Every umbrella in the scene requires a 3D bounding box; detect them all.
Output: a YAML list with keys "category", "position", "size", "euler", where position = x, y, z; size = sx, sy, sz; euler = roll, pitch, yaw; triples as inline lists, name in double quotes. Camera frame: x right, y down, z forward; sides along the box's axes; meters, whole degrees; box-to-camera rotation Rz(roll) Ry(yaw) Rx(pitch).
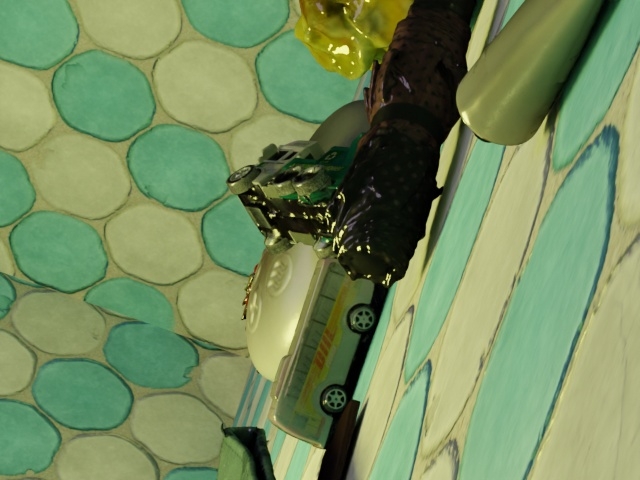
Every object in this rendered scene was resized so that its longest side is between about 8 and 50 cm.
- category: "umbrella"
  position: [0.075, -0.101, 1.629]
  size: [0.094, 0.090, 0.326]
  euler: [108, 180, -53]

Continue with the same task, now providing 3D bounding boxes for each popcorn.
- category: "popcorn"
  position: [0.052, -0.262, 1.903]
  size: [0.217, 0.181, 0.235]
  euler: [-47, -34, -45]

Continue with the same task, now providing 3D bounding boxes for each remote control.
- category: "remote control"
  position: [0.000, 0.000, 2.161]
  size: [0.332, 0.103, 0.221]
  euler: [-69, 17, -3]

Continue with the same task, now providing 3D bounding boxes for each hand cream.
- category: "hand cream"
  position: [0.132, -0.121, 1.104]
  size: [0.186, 0.054, 0.087]
  euler: [-59, 6, 46]

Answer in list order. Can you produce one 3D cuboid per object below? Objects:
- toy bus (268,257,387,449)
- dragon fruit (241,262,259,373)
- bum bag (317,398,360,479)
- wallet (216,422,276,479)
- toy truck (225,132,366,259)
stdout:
- category: "toy bus"
  position: [0.004, 0.102, 1.777]
  size: [0.057, 0.072, 0.172]
  euler: [158, 131, -81]
- category: "dragon fruit"
  position: [-0.039, 0.082, 2.325]
  size: [0.130, 0.121, 0.142]
  euler: [28, -129, -70]
- category: "bum bag"
  position: [-0.003, 0.215, 1.605]
  size: [0.109, 0.026, 0.159]
  euler: [112, 177, -51]
- category: "wallet"
  position: [-0.069, 0.295, 1.601]
  size: [0.290, 0.054, 0.251]
  euler: [-132, 47, -86]
- category: "toy truck"
  position: [0.007, -0.049, 1.980]
  size: [0.116, 0.110, 0.216]
  euler: [-40, 23, -22]
